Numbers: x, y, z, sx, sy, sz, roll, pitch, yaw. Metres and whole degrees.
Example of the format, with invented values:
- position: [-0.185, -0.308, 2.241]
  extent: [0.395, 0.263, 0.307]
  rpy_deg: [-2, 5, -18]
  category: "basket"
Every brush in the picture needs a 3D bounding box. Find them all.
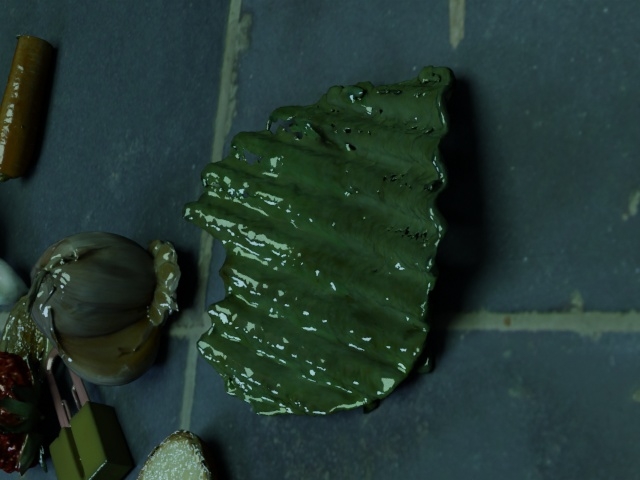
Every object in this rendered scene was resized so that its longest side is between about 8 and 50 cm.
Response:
- position: [-0.320, 0.231, 1.610]
  extent: [0.103, 0.047, 0.233]
  rpy_deg: [-49, 47, 25]
  category: "brush"

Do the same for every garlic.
- position: [-0.261, 0.063, 1.493]
  extent: [0.207, 0.257, 0.207]
  rpy_deg: [0, 82, 2]
  category: "garlic"

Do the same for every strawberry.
- position: [-0.463, 0.224, 1.693]
  extent: [0.228, 0.098, 0.174]
  rpy_deg: [24, 114, 49]
  category: "strawberry"

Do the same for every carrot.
- position: [-0.456, -0.197, 1.854]
  extent: [0.067, 0.067, 0.225]
  rpy_deg: [1, 79, 46]
  category: "carrot"

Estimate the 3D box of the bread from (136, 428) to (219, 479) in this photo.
- position: [-0.159, 0.297, 1.429]
  extent: [0.129, 0.044, 0.126]
  rpy_deg: [-44, 58, 25]
  category: "bread"

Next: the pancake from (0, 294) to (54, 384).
- position: [-0.416, 0.148, 1.745]
  extent: [0.151, 0.025, 0.152]
  rpy_deg: [-17, 66, 43]
  category: "pancake"

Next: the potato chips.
- position: [0.007, -0.003, 1.304]
  extent: [0.389, 0.097, 0.373]
  rpy_deg: [-14, 70, 44]
  category: "potato chips"

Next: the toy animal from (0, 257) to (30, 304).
- position: [-0.594, -0.010, 1.857]
  extent: [0.196, 0.241, 0.368]
  rpy_deg: [-50, 62, 35]
  category: "toy animal"
